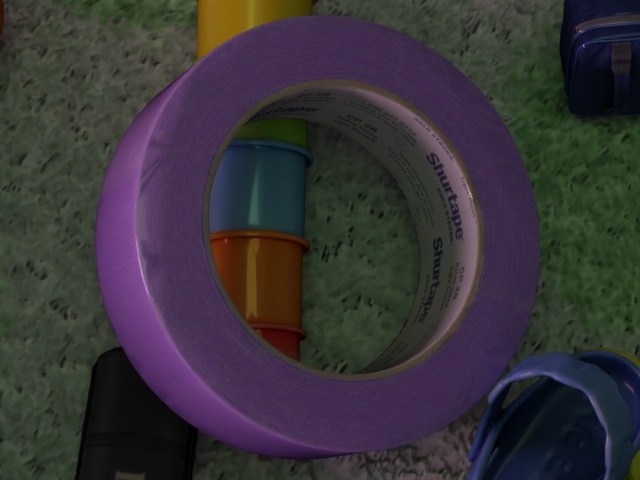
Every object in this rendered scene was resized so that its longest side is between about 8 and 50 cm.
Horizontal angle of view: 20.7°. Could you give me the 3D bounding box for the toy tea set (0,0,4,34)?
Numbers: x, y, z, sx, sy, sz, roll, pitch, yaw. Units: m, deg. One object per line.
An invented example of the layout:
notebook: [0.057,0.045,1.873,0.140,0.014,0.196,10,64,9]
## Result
toy tea set: [-0.376,-0.136,1.245,0.336,0.124,0.200,16,105,3]

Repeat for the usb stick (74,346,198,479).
usb stick: [-0.123,0.188,1.107,0.077,0.045,0.278,11,52,-9]

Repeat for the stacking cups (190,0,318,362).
stacking cups: [-0.049,-0.026,1.202,0.096,0.096,0.316,1,79,2]

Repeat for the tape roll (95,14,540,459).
tape roll: [0.000,0.000,1.115,0.274,0.090,0.275,4,79,-23]

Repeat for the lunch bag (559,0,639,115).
lunch bag: [0.201,-0.127,1.211,0.067,0.098,0.065,-2,56,3]

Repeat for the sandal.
sandal: [0.110,0.188,1.094,0.126,0.138,0.317,23,75,22]
